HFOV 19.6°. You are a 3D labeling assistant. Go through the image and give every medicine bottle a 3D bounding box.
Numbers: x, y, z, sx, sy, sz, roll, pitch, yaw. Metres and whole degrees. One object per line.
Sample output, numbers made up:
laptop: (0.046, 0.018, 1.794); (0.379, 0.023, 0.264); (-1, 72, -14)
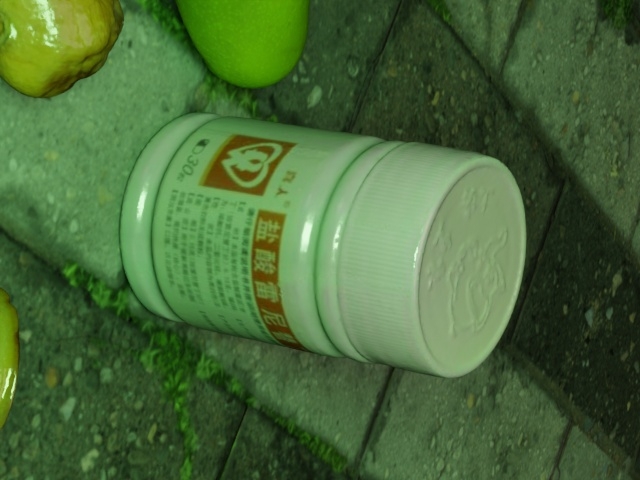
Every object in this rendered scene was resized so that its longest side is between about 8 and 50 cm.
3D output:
medicine bottle: (0.000, 0.000, 1.654); (0.202, 0.316, 0.202); (-20, 114, -53)

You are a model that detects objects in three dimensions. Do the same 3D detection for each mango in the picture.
mango: (-0.064, -0.266, 1.651); (0.175, 0.143, 0.293); (-50, 148, -48)

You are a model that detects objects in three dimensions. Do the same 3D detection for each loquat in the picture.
loquat: (-0.216, -0.181, 1.472); (0.137, 0.113, 0.137); (37, 44, -46)

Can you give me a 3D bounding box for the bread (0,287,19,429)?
bread: (-0.287, 0.105, 1.427); (0.086, 0.125, 0.156); (19, 87, -39)
